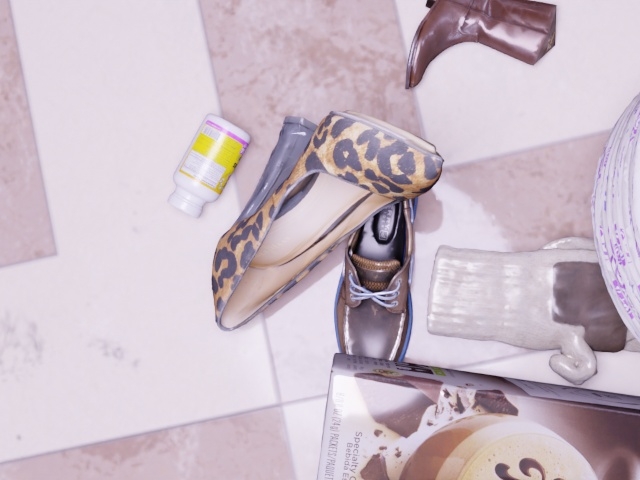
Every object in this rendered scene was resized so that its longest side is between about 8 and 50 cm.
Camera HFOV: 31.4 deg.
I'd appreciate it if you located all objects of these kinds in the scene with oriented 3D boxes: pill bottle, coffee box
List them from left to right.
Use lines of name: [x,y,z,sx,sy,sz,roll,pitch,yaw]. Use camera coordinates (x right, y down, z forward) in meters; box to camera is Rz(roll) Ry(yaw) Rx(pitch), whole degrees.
pill bottle: [-0.096,-0.062,0.960,0.043,0.043,0.083,29,90,8]
coffee box: [0.144,0.189,0.838,0.297,0.119,0.168,7,90,1]

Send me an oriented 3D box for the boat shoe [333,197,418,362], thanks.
boat shoe: [0.043,0.027,0.927,0.066,0.066,0.183,3,86,7]

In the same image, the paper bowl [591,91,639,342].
paper bowl: [0.339,-0.015,0.838,0.284,0.148,0.284,1,80,-8]

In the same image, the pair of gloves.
pair of gloves: [0.188,0.117,0.918,0.204,0.042,0.240,-2,91,1]

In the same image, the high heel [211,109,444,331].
high heel: [0.000,0.000,0.855,0.093,0.261,0.186,25,85,-24]

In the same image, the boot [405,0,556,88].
boot: [0.135,-0.161,0.949,0.114,0.037,0.106,19,90,3]
